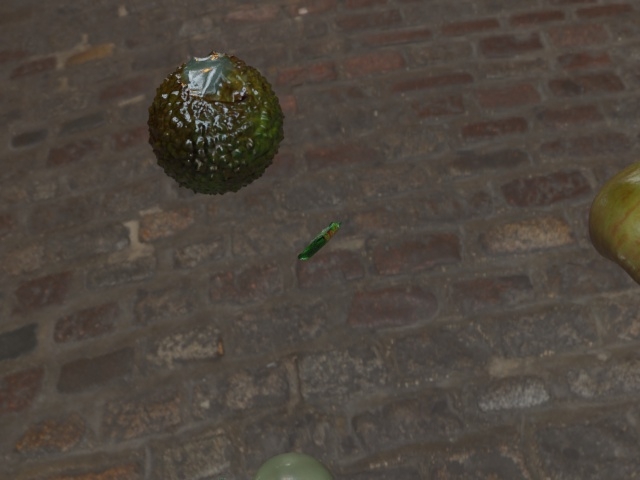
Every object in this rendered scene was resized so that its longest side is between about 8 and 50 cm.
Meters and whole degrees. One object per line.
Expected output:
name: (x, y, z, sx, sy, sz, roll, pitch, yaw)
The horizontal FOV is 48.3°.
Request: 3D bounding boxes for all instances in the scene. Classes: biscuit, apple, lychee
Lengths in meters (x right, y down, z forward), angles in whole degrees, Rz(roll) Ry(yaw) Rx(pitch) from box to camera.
biscuit: (0.000, 0.000, 0.926, 0.046, 0.016, 0.089, -42, 3, 22)
apple: (0.512, -0.010, 1.014, 0.194, 0.261, 0.261, -47, 48, 13)
lychee: (-0.120, -0.123, 0.818, 0.171, 0.171, 0.171, -6, 48, 7)

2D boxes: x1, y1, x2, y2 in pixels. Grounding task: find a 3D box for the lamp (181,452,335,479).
lamp: (-0.064, 0.241, 0.659, 0.163, 0.091, 0.091, 11, 43, -23)
